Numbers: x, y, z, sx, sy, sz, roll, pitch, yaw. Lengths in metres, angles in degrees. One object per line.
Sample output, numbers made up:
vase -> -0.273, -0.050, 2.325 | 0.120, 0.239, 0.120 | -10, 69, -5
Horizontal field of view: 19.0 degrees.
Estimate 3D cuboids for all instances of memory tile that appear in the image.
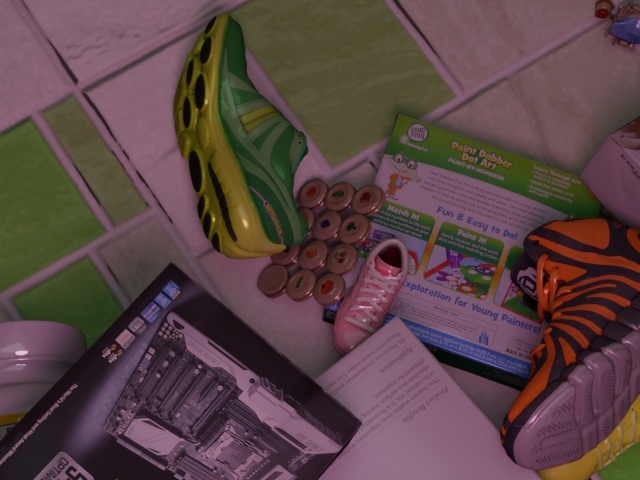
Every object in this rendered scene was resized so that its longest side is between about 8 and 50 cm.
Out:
memory tile -> 0.000, 0.000, 2.055 | 0.113, 0.012, 0.148 | 8, 66, 38

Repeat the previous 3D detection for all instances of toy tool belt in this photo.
toy tool belt -> 0.352, -0.244, 2.188 | 0.083, 0.052, 0.051 | 14, 60, 2

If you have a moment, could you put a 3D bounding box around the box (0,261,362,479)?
box -> -0.150, 0.210, 1.776 | 0.242, 0.076, 0.307 | 40, 65, 7

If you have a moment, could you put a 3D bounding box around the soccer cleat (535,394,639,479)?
soccer cleat -> 0.320, 0.175, 1.998 | 0.121, 0.093, 0.289 | 36, 70, 12

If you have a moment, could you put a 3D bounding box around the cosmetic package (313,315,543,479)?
cosmetic package -> 0.115, 0.295, 1.908 | 0.217, 0.156, 0.385 | -35, 76, -15

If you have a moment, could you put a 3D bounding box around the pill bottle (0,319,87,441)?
pill bottle -> -0.285, 0.257, 1.875 | 0.188, 0.188, 0.333 | -6, 69, -6

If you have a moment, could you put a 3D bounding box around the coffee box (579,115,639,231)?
coffee box -> 0.425, -0.095, 2.081 | 0.246, 0.098, 0.141 | -31, 73, -29

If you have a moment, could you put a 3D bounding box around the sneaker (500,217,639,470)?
sneaker -> 0.246, 0.096, 1.941 | 0.180, 0.124, 0.321 | 29, 51, 30

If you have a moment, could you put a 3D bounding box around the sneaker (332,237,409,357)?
sneaker -> 0.053, 0.055, 1.984 | 0.051, 0.070, 0.134 | 26, 70, 4

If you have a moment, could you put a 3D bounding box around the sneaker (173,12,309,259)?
sneaker -> -0.083, -0.110, 2.093 | 0.124, 0.109, 0.295 | 4, 62, -31

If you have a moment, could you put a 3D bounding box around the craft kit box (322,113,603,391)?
craft kit box -> 0.158, 0.013, 2.073 | 0.250, 0.061, 0.246 | 20, 71, 4
